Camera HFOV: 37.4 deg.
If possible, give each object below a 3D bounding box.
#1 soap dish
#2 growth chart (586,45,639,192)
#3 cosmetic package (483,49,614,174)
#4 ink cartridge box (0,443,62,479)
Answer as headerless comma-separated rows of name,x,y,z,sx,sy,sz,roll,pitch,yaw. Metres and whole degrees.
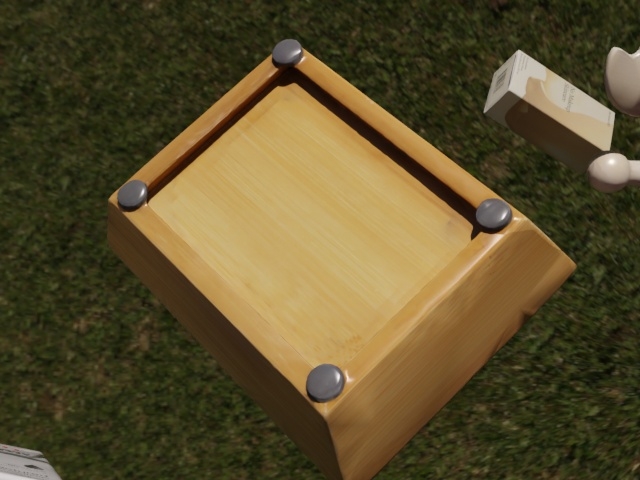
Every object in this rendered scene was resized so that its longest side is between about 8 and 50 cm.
soap dish,0.000,0.000,0.690,0.229,0.118,0.291,-43,61,-10
growth chart,0.197,-0.113,0.328,0.172,0.021,0.237,10,112,-16
cosmetic package,0.212,-0.118,0.872,0.041,0.115,0.060,-45,21,51
ink cartridge box,-0.317,0.213,0.737,0.197,0.273,0.114,16,77,-18
